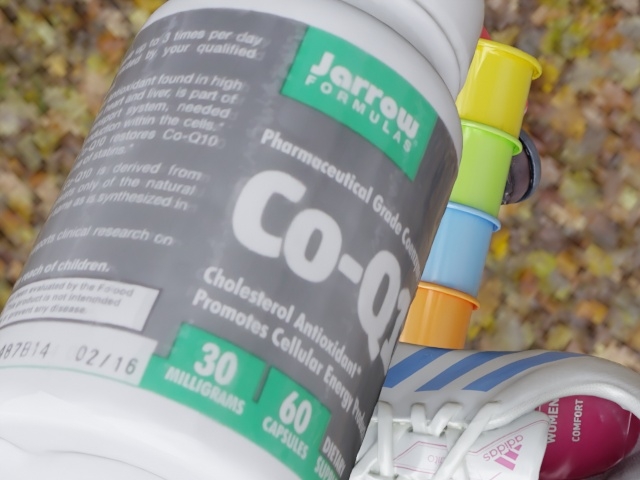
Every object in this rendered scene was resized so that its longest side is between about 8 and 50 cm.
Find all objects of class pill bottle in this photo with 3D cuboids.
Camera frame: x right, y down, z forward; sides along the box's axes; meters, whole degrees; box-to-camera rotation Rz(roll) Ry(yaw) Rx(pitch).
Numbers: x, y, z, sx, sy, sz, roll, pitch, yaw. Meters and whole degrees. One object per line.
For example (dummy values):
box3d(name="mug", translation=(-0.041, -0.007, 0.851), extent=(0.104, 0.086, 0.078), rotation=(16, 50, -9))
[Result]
box3d(name="pill bottle", translation=(-0.040, -0.011, 1.000), extent=(0.204, 0.361, 0.204), rotation=(16, 152, 9))

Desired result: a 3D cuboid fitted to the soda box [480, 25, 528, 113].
box3d(name="soda box", translation=(0.113, -0.195, 1.845), extent=(0.083, 0.092, 0.263), rotation=(3, 143, 41))

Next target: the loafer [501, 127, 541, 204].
box3d(name="loafer", translation=(0.049, -0.093, 1.563), extent=(0.302, 0.095, 0.109), rotation=(29, 133, 36))

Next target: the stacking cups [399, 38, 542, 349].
box3d(name="stacking cups", translation=(0.095, 0.011, 1.354), extent=(0.096, 0.316, 0.096), rotation=(10, 171, 2))

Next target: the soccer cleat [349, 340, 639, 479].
box3d(name="soccer cleat", translation=(0.056, 0.115, 1.073), extent=(0.331, 0.143, 0.116), rotation=(-2, 98, -9))
